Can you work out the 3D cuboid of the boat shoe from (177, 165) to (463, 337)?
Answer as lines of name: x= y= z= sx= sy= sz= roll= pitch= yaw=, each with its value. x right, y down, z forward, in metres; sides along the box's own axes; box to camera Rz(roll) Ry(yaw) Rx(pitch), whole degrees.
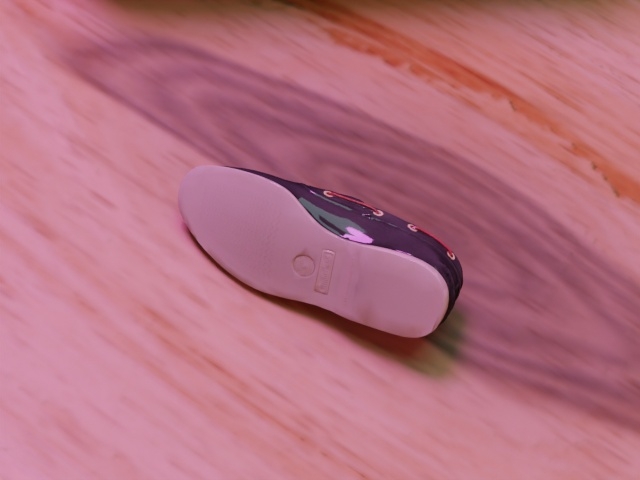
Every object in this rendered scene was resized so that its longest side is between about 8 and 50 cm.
boat shoe: x=-0.001 y=0.002 z=0.629 sx=0.133 sy=0.049 sz=0.042 roll=23 pitch=23 yaw=13
